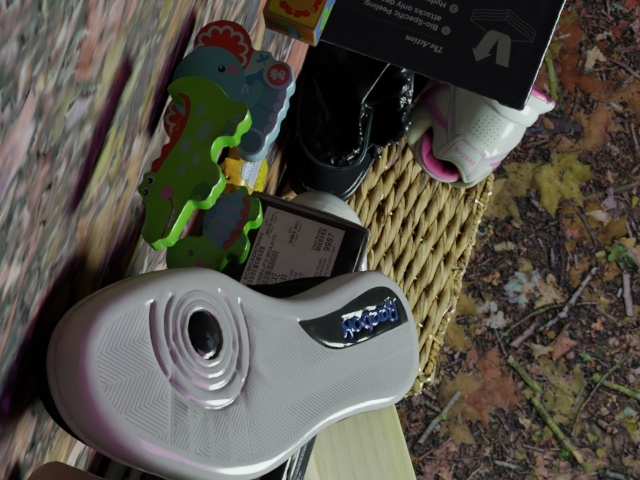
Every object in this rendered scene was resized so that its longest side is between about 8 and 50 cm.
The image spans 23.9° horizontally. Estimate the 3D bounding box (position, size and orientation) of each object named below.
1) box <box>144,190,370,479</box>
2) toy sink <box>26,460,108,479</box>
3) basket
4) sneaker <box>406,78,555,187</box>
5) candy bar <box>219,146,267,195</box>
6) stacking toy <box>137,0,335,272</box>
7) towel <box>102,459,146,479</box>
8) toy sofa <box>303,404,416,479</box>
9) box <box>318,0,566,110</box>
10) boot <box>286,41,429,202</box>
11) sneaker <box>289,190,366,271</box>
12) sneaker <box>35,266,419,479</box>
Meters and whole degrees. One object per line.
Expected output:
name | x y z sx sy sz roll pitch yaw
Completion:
box | -0.057 0.160 0.869 0.242 0.076 0.307 100 7 -67
toy sink | -0.078 0.184 0.564 0.234 0.131 0.153 117 -5 -62
basket | 0.000 0.000 1.469 0.213 0.223 0.299 -24 -146 43
sneaker | 0.120 -0.109 1.356 0.111 0.103 0.252 -50 -176 1
candy bar | -0.044 -0.039 0.898 0.161 0.018 0.040 61 45 -87
stacking toy | -0.023 -0.091 0.586 0.167 0.052 0.221 87 24 -81
towel | -0.131 0.230 0.945 0.329 0.037 0.237 101 9 -77
toy sofa | -0.034 0.302 1.440 0.362 0.177 0.150 111 -30 -53
box | 0.084 -0.189 0.960 0.093 0.156 0.158 -69 178 -63
boot | 0.048 -0.149 1.224 0.246 0.094 0.207 -64 -179 -11
sneaker | -0.039 0.105 1.201 0.123 0.106 0.290 -73 -177 -75
sneaker | -0.061 0.059 0.603 0.217 0.121 0.079 0 77 -57
